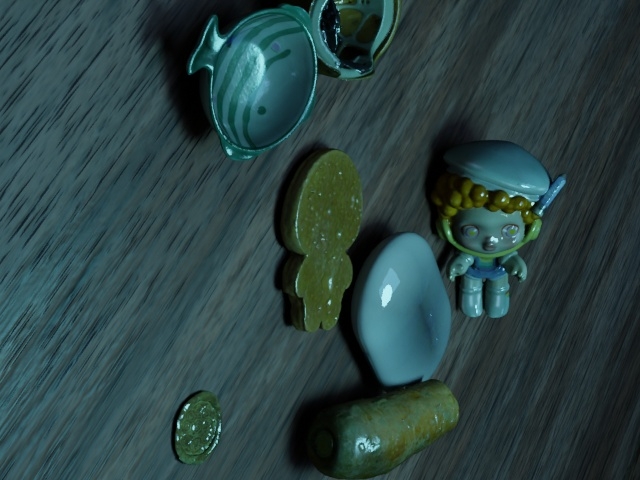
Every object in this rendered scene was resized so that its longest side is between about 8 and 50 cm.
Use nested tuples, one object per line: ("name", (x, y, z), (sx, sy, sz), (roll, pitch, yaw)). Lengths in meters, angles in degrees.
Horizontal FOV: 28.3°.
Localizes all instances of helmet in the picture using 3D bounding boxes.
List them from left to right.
("helmet", (0.014, -0.332, 1.837), (0.224, 0.130, 0.198), (-32, 130, -54))

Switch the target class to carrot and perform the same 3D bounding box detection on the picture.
("carrot", (0.106, 0.316, 2.112), (0.302, 0.138, 0.139), (-11, 108, -41))

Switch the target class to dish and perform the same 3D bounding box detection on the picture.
("dish", (-0.106, -0.226, 1.700), (0.246, 0.078, 0.224), (26, 89, -51))

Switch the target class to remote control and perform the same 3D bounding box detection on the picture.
("remote control", (0.143, 0.129, 2.200), (0.221, 0.103, 0.332), (-53, 140, -27))

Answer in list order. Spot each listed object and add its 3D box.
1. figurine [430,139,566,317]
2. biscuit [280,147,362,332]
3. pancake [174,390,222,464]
("figurine", (0.300, -0.027, 2.404), (0.205, 0.224, 0.382), (-77, -178, -51))
("biscuit", (-0.001, 0.000, 1.987), (0.202, 0.044, 0.289), (-14, 111, -56))
("pancake", (-0.173, 0.268, 1.806), (0.115, 0.011, 0.115), (-21, 115, -53))
